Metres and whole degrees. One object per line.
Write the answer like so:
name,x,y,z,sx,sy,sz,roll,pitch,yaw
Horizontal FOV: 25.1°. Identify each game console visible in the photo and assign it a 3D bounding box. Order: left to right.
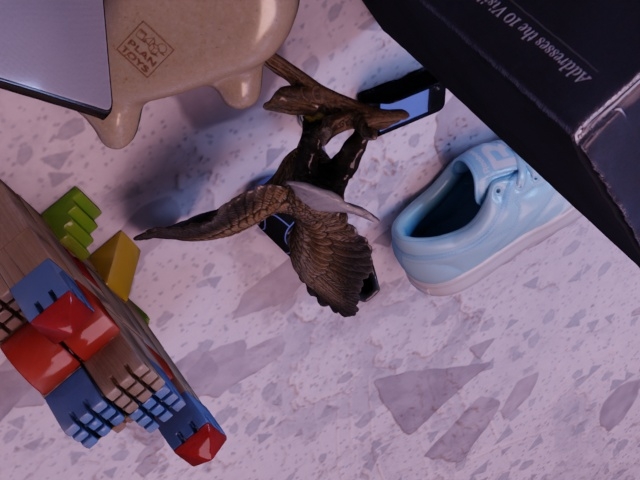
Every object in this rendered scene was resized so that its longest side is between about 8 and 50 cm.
game console,0.111,-0.157,1.661,0.122,0.071,0.107,-23,139,-21

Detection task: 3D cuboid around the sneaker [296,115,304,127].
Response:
sneaker,-0.008,-0.135,1.610,0.032,0.037,0.083,-46,144,4

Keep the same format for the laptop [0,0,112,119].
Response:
laptop,-0.242,-0.353,1.035,0.236,0.407,0.382,-23,156,37

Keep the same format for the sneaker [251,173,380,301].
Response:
sneaker,0.000,0.000,1.707,0.081,0.090,0.232,-45,143,6

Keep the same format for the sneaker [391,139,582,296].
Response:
sneaker,0.244,-0.076,1.808,0.366,0.135,0.150,-42,146,0

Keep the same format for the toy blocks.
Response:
toy blocks,-0.243,0.104,1.462,0.191,0.261,0.381,-40,143,-1

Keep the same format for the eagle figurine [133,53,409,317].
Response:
eagle figurine,-0.033,-0.038,1.509,0.225,0.226,0.298,-17,147,-50

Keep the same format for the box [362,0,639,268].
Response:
box,0.300,-0.311,1.331,0.472,0.480,0.297,-41,143,1

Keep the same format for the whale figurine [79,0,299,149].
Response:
whale figurine,-0.137,-0.210,1.350,0.216,0.141,0.272,41,117,-11
